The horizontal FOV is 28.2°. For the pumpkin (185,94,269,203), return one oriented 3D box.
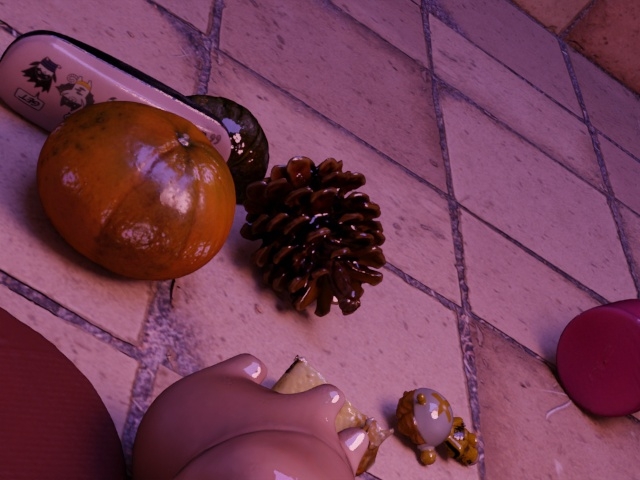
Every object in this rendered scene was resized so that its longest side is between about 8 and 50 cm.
[{"bbox_3d":[-0.141,-0.141,1.759,0.183,0.107,0.119,27,37,-23],"label":"pumpkin"}]

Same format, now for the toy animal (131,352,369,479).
[{"bbox_3d":[-0.073,0.238,1.165,0.326,0.269,0.237,9,-38,55],"label":"toy animal"}]

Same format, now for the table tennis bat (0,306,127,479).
[{"bbox_3d":[-0.316,0.136,1.199,0.268,0.051,0.414,12,41,-45],"label":"table tennis bat"}]

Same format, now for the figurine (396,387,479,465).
[{"bbox_3d":[0.153,0.244,1.632,0.143,0.068,0.101,54,32,-13],"label":"figurine"}]

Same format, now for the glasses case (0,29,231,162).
[{"bbox_3d":[-0.258,-0.161,1.613,0.314,0.122,0.075,27,38,-27],"label":"glasses case"}]

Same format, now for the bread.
[{"bbox_3d":[-0.008,0.219,1.460,0.147,0.127,0.152,43,-6,6],"label":"bread"}]

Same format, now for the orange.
[{"bbox_3d":[-0.208,-0.063,1.485,0.240,0.171,0.240,30,31,-20],"label":"orange"}]

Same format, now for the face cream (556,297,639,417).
[{"bbox_3d":[0.491,0.181,2.026,0.195,0.175,0.175,-5,53,-55],"label":"face cream"}]

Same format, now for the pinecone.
[{"bbox_3d":[0.000,0.001,1.662,0.185,0.168,0.212,-23,78,-15],"label":"pinecone"}]
